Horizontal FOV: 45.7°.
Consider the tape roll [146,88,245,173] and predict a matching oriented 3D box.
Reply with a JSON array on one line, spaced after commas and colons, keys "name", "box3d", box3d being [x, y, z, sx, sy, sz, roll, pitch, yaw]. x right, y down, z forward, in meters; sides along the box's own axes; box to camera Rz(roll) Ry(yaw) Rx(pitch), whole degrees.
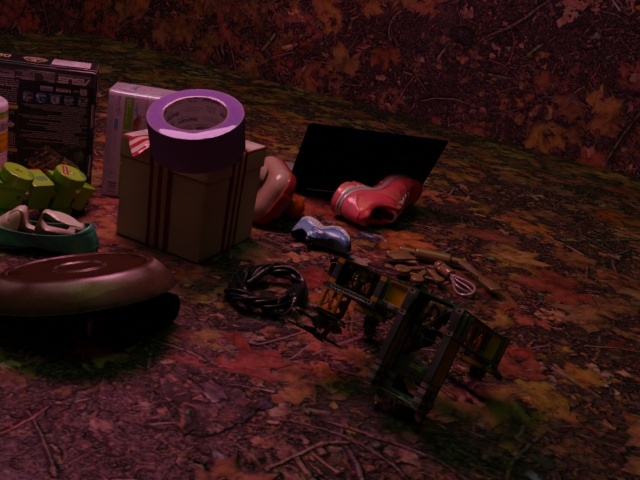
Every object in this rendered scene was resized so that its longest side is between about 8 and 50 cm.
[{"name": "tape roll", "box3d": [-0.241, -0.215, 1.482, 0.189, 0.080, 0.189, 2, 41, -2]}]

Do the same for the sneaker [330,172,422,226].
[{"name": "sneaker", "box3d": [0.175, -0.090, 2.018, 0.314, 0.115, 0.136, -13, 43, -39]}]

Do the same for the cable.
[{"name": "cable", "box3d": [-0.101, 0.092, 1.460, 0.151, 0.047, 0.184, 8, 22, 9]}]

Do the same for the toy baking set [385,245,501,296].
[{"name": "toy baking set", "box3d": [0.271, 0.071, 1.713, 0.256, 0.030, 0.196, 10, 23, 1]}]

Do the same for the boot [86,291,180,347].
[{"name": "boot", "box3d": [-0.344, 0.116, 1.245, 0.137, 0.076, 0.198, 14, 8, 25]}]

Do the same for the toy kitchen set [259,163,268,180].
[{"name": "toy kitchen set", "box3d": [-0.241, -0.156, 1.864, 0.122, 0.166, 0.207, 33, -1, -24]}]

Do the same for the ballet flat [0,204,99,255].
[{"name": "ballet flat", "box3d": [-0.553, -0.024, 1.472, 0.248, 0.087, 0.083, 8, 21, -6]}]

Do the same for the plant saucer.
[{"name": "plant saucer", "box3d": [-0.396, 0.063, 1.250, 0.311, 0.050, 0.310, -2, 10, 0]}]

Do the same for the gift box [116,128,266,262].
[{"name": "gift box", "box3d": [-0.276, -0.119, 1.615, 0.255, 0.258, 0.276, 17, 20, 16]}]

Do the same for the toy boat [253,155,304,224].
[{"name": "toy boat", "box3d": [-0.104, -0.110, 1.893, 0.151, 0.151, 0.231, 35, 10, -25]}]

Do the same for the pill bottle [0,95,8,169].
[{"name": "pill bottle", "box3d": [-0.718, -0.175, 1.561, 0.137, 0.245, 0.136, 9, 20, -3]}]

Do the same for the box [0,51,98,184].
[{"name": "box", "box3d": [-0.704, -0.254, 1.679, 0.395, 0.318, 0.097, 4, 22, -15]}]

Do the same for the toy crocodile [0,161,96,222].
[{"name": "toy crocodile", "box3d": [-0.603, -0.107, 1.570, 0.105, 0.115, 0.341, 39, 22, 25]}]

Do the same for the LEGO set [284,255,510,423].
[{"name": "LEGO set", "box3d": [0.121, 0.175, 1.230, 0.331, 0.192, 0.255, 24, -5, 25]}]

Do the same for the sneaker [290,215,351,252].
[{"name": "sneaker", "box3d": [0.000, 0.000, 1.745, 0.162, 0.063, 0.073, 19, 39, 34]}]

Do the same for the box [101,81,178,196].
[{"name": "box", "box3d": [-0.401, -0.233, 1.853, 0.231, 0.261, 0.126, 6, 21, -8]}]

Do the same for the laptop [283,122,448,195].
[{"name": "laptop", "box3d": [0.096, -0.249, 2.174, 0.382, 0.236, 0.408, 6, 21, -14]}]
